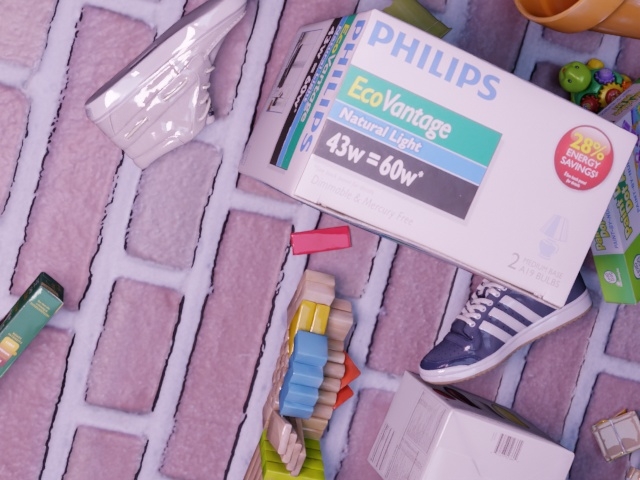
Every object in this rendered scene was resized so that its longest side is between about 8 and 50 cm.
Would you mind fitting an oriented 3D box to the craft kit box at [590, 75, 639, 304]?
[{"bbox_3d":[0.445,-0.079,1.536,0.246,0.061,0.250,-37,117,-35],"label":"craft kit box"}]

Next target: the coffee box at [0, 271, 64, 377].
[{"bbox_3d":[-0.399,0.128,1.414,0.040,0.113,0.184,40,86,-14],"label":"coffee box"}]

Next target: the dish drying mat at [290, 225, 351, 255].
[{"bbox_3d":[0.000,0.000,1.543,0.083,0.008,0.032,-8,99,-11],"label":"dish drying mat"}]

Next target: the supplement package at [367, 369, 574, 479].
[{"bbox_3d":[0.202,0.300,1.535,0.194,0.203,0.149,22,92,-16],"label":"supplement package"}]

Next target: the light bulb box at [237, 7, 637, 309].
[{"bbox_3d":[0.124,-0.105,1.375,0.358,0.361,0.225,23,92,-15],"label":"light bulb box"}]

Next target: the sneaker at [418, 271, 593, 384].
[{"bbox_3d":[0.243,0.082,1.565,0.282,0.099,0.153,-26,108,-15],"label":"sneaker"}]

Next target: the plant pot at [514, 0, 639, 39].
[{"bbox_3d":[0.396,-0.362,1.498,0.188,0.205,0.205,16,94,-30],"label":"plant pot"}]

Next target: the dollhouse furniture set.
[{"bbox_3d":[0.472,0.336,1.698,0.076,0.058,0.151,-23,84,-2],"label":"dollhouse furniture set"}]

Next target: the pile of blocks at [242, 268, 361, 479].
[{"bbox_3d":[-0.008,0.228,1.502,0.113,0.149,0.362,13,94,-15],"label":"pile of blocks"}]

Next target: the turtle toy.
[{"bbox_3d":[0.391,-0.211,1.575,0.130,0.066,0.095,27,91,-16],"label":"turtle toy"}]

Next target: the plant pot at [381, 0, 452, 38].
[{"bbox_3d":[0.121,-0.290,1.499,0.083,0.083,0.079,-40,92,-5],"label":"plant pot"}]

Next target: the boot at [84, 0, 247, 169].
[{"bbox_3d":[-0.171,-0.208,1.438,0.258,0.095,0.123,-39,111,3],"label":"boot"}]
